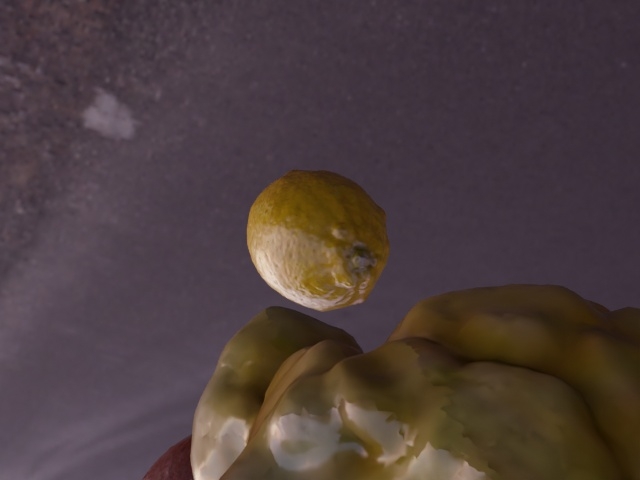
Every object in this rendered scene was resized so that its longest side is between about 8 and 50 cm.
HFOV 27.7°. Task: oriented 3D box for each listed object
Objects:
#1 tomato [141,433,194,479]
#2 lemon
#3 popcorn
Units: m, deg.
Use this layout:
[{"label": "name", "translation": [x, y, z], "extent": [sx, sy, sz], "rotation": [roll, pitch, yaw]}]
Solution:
[{"label": "tomato", "translation": [-0.056, 0.249, 1.037], "extent": [0.208, 0.208, 0.184], "rotation": [18, 130, -16]}, {"label": "lemon", "translation": [0.000, 0.000, 1.068], "extent": [0.114, 0.114, 0.155], "rotation": [24, -174, -30]}, {"label": "popcorn", "translation": [0.079, 0.218, 0.569], "extent": [0.354, 0.344, 0.390], "rotation": [-27, 104, 32]}]
